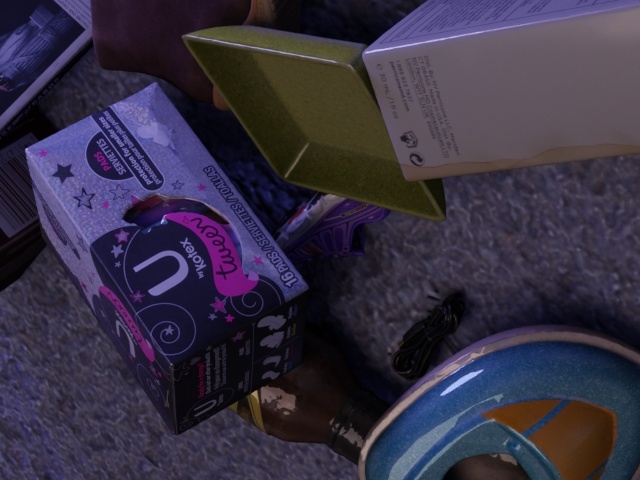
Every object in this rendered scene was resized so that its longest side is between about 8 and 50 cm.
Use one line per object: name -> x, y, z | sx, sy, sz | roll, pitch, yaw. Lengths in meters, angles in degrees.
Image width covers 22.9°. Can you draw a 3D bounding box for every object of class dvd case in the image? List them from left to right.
dvd case -> -0.332, -0.178, 1.447 | 0.179, 0.238, 0.029 | 43, 173, 5

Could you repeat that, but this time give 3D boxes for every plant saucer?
plant saucer -> 0.006, -0.105, 1.273 | 0.188, 0.045, 0.188 | 16, 152, 41

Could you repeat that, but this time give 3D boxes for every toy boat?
toy boat -> 0.204, 0.224, 1.329 | 0.267, 0.148, 0.318 | -37, 104, 15

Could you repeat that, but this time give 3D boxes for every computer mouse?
computer mouse -> 0.149, 0.146, 1.418 | 0.193, 0.042, 0.106 | 47, 131, 2

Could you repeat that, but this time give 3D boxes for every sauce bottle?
sauce bottle -> -0.054, 0.116, 1.491 | 0.344, 0.111, 0.111 | 32, 130, 16

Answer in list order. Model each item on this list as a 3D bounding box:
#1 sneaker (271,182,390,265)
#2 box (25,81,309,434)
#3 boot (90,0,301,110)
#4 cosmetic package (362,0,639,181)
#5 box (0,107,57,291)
sneaker -> 0.000, 0.000, 1.419 | 0.071, 0.068, 0.170 | 41, 136, -10
box -> -0.137, 0.017, 1.388 | 0.247, 0.142, 0.163 | 52, 161, 22
boot -> -0.112, -0.226, 1.337 | 0.207, 0.090, 0.248 | 17, 129, 22
cosmetic package -> 0.206, -0.136, 1.133 | 0.309, 0.160, 0.113 | -4, 115, 37
box -> -0.365, -0.034, 1.573 | 0.167, 0.168, 0.203 | 48, 132, 0
